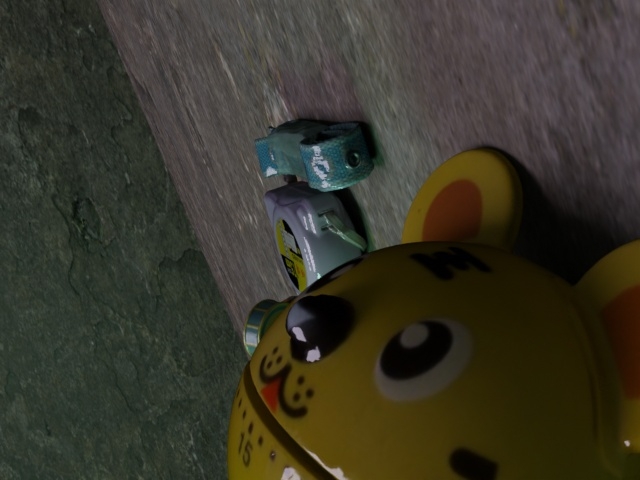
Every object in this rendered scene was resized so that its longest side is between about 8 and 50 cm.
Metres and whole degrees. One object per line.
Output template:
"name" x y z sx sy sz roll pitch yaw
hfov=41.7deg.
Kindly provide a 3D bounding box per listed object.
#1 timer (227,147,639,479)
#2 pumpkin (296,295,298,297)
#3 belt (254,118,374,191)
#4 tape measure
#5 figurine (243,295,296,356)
"timer" 0.109 0.127 0.662 0.386 0.376 0.376 -65 32 11
"pumpkin" -0.035 0.169 1.542 0.190 0.139 0.280 58 162 26
"belt" -0.018 -0.117 1.109 0.072 0.087 0.302 66 166 -16
"tape measure" 0.000 0.003 1.233 0.196 0.105 0.178 33 137 62
"figurine" 0.020 0.166 1.237 0.276 0.161 0.158 4 152 36
